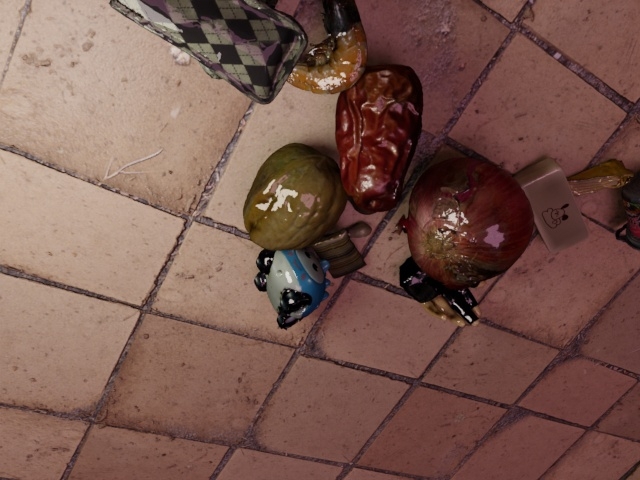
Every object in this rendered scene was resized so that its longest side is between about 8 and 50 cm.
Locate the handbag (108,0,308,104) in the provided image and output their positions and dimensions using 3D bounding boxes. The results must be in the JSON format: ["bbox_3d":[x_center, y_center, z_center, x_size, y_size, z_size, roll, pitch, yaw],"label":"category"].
[{"bbox_3d":[-0.219,-0.420,1.016,0.316,0.416,0.180,24,109,-24],"label":"handbag"}]

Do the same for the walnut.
[{"bbox_3d":[-0.063,-0.100,1.374,0.283,0.227,0.283,-32,156,-16],"label":"walnut"}]

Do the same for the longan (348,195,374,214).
[{"bbox_3d":[0.123,-0.120,1.488,0.113,0.092,0.113,-6,122,-10],"label":"longan"}]

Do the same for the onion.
[{"bbox_3d":[0.373,-0.046,1.474,0.353,0.354,0.354,-7,124,-11],"label":"onion"}]

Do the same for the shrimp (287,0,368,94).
[{"bbox_3d":[-0.011,-0.465,1.224,0.222,0.054,0.291,-5,99,23],"label":"shrimp"}]

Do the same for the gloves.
[{"bbox_3d":[0.385,0.145,1.692,0.301,0.152,0.197,45,111,-8],"label":"gloves"}]

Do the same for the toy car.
[{"bbox_3d":[-0.063,0.111,1.517,0.190,0.189,0.255,-24,155,-19],"label":"toy car"}]

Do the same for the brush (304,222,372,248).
[{"bbox_3d":[0.000,0.000,1.572,0.299,0.042,0.039,-14,142,-2],"label":"brush"}]

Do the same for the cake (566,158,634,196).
[{"bbox_3d":[0.826,-0.167,1.646,0.184,0.116,0.080,-22,127,-6],"label":"cake"}]

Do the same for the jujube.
[{"bbox_3d":[0.132,-0.238,1.285,0.216,0.216,0.342,6,81,-19],"label":"jujube"}]

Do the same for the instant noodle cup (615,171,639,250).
[{"bbox_3d":[1.023,-0.110,1.670,0.302,0.258,0.182,-19,114,32],"label":"instant noodle cup"}]

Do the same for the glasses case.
[{"bbox_3d":[0.690,-0.097,1.660,0.131,0.070,0.313,-27,126,18],"label":"glasses case"}]

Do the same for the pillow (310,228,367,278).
[{"bbox_3d":[0.054,0.044,1.580,0.113,0.038,0.203,-23,143,10],"label":"pillow"}]
